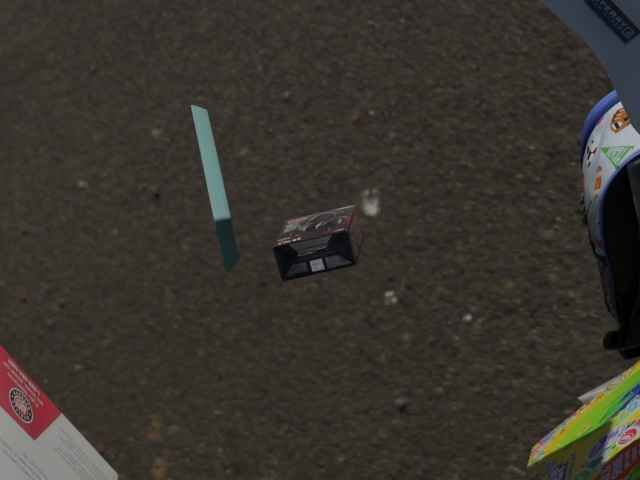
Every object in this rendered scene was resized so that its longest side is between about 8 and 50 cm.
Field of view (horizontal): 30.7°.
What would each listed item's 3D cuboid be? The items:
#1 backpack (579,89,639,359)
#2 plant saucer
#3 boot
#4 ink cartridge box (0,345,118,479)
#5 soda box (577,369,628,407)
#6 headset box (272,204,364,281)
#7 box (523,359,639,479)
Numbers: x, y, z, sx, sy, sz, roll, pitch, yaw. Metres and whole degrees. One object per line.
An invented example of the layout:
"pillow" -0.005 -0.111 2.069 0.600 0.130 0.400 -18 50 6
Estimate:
"backpack" 0.375 -0.050 1.126 0.277 0.263 0.213 -18 48 9
"plant saucer" -0.100 -0.054 1.112 0.192 0.018 0.067 -106 5 -50
"boot" 0.181 -0.127 0.641 0.069 0.086 0.190 -30 109 39
"ink cartridge box" -0.349 0.340 1.195 0.160 0.279 0.384 -21 38 10
"soda box" 0.451 0.192 1.448 0.091 0.098 0.286 65 151 7
"headset box" 0.000 0.000 0.939 0.062 0.083 0.032 -12 106 11
"box" 0.309 0.194 0.899 0.177 0.290 0.279 46 109 2
